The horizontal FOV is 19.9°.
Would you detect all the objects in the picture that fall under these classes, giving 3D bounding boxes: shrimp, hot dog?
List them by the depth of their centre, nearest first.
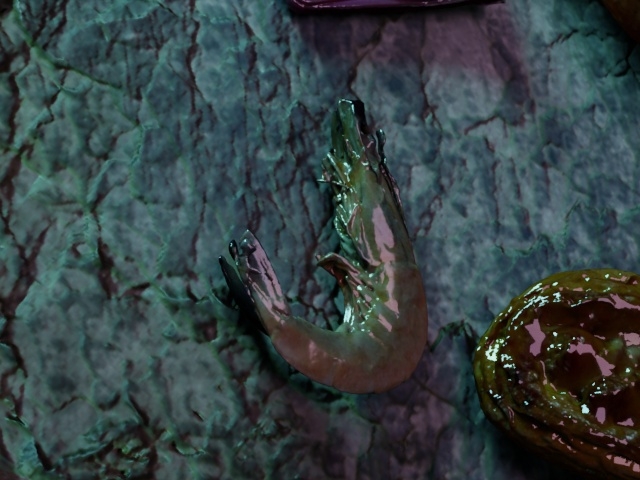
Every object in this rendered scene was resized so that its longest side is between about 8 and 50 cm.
[{"bbox_3d":[0.000,0.000,1.238,0.152,0.046,0.219,6,66,-31],"label":"shrimp"},{"bbox_3d":[0.216,0.110,1.282,0.227,0.099,0.160,18,60,-19],"label":"hot dog"}]

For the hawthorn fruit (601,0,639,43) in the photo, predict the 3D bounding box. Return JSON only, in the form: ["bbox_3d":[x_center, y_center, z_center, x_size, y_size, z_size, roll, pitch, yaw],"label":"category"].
[{"bbox_3d":[0.303,-0.223,1.427,0.210,0.210,0.262,-9,91,-33],"label":"hawthorn fruit"}]

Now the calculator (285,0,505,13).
[{"bbox_3d":[0.043,-0.229,1.373,0.190,0.034,0.126,-7,73,-26],"label":"calculator"}]
